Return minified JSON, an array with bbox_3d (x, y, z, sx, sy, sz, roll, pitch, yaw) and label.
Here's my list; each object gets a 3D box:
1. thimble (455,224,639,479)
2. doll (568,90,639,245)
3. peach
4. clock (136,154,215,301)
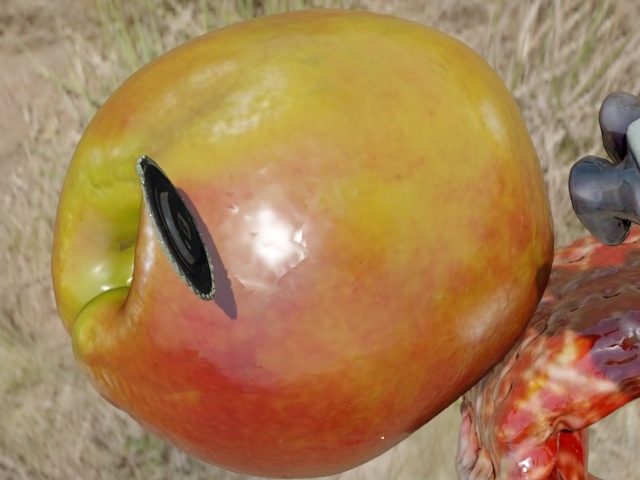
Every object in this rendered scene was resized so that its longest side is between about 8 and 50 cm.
[{"bbox_3d":[0.279,0.163,1.434,0.350,0.230,0.350,0,108,-1],"label":"thimble"},{"bbox_3d":[0.240,-0.019,0.718,0.195,0.153,0.258,-47,42,-1],"label":"doll"},{"bbox_3d":[0.000,0.000,1.190,0.332,0.308,0.308,-12,65,-37],"label":"peach"},{"bbox_3d":[-0.072,-0.005,0.935,0.010,0.074,0.083,-27,40,9],"label":"clock"}]
